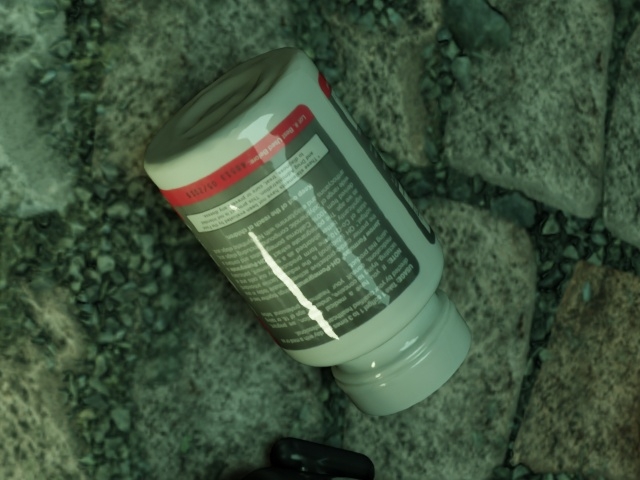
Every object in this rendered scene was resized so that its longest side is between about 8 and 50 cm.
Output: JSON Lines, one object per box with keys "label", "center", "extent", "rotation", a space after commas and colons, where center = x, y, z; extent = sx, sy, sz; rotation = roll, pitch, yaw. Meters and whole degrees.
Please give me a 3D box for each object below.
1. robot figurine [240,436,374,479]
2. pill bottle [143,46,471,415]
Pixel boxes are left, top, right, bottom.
{"label": "robot figurine", "center": [0.007, 0.299, 1.443], "extent": [0.278, 0.173, 0.209], "rotation": [13, 87, -27]}
{"label": "pill bottle", "center": [0.000, 0.000, 1.416], "extent": [0.176, 0.176, 0.318], "rotation": [-43, 111, -18]}
